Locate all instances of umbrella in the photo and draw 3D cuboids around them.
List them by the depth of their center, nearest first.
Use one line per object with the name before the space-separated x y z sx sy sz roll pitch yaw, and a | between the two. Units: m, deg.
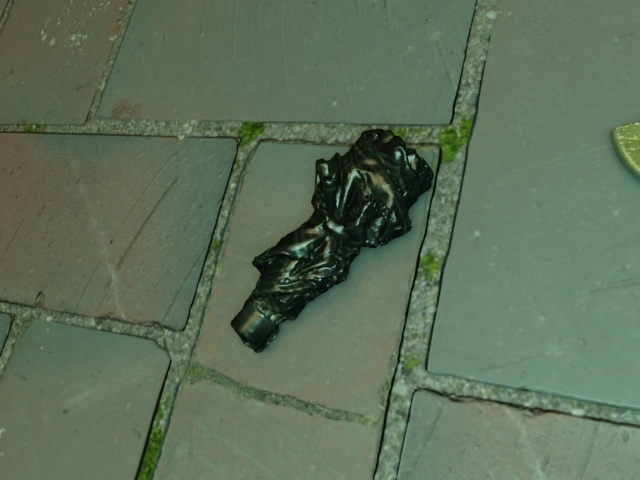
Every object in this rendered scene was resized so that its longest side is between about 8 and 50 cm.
umbrella | -0.006 -0.010 0.959 0.337 0.128 0.154 -39 61 9

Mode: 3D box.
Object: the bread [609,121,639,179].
bread | 0.446 -0.099 0.841 0.193 0.036 0.112 -14 68 15
